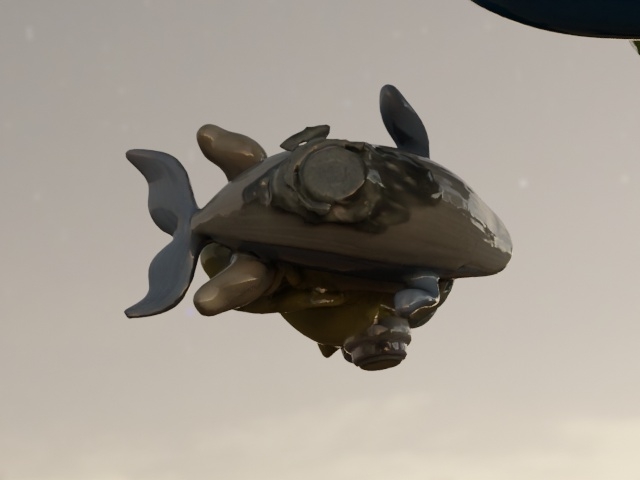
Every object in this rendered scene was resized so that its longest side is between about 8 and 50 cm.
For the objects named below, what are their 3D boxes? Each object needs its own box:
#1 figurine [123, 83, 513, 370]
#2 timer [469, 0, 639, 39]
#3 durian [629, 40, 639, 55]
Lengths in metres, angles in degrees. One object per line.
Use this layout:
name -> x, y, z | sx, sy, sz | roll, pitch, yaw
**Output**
figurine -> 0.000, 0.000, 1.051 | 0.208, 0.128, 0.184 | 2, -23, -5
timer -> 0.213, -0.210, 0.969 | 0.309, 0.340, 0.115 | 1, -57, 12
durian -> 0.251, -0.221, 1.310 | 0.204, 0.339, 0.256 | -32, -7, -6
